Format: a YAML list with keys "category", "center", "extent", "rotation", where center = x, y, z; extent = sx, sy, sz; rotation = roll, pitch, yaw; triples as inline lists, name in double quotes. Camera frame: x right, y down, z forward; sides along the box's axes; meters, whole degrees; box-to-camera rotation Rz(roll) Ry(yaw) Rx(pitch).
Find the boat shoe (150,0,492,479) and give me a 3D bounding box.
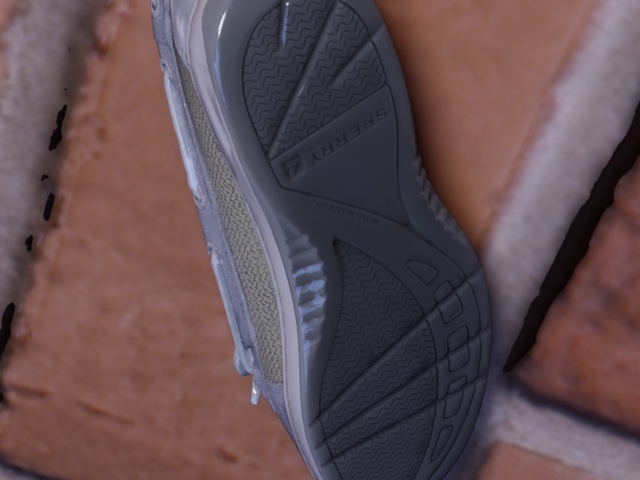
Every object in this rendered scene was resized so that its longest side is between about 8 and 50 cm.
- category: "boat shoe"
  center: [-0.002, 0.000, 0.808]
  extent: [0.118, 0.103, 0.320]
  rotation: [-33, 125, -19]
